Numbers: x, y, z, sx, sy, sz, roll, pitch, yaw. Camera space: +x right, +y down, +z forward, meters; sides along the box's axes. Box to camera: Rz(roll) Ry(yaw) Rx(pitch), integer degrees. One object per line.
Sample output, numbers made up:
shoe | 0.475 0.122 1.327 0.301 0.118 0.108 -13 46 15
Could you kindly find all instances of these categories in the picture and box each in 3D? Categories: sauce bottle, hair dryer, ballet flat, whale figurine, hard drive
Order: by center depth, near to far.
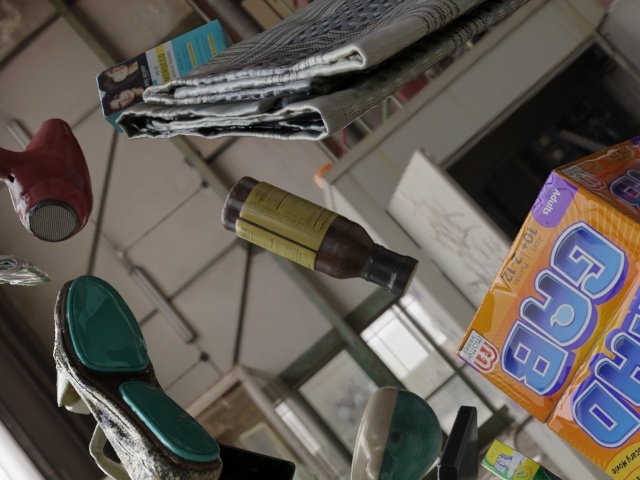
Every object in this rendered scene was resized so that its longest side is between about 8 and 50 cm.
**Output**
hair dryer | -0.326 -0.088 0.873 0.080 0.223 0.293 -41 -3 18
hard drive | 0.144 0.244 0.905 0.135 0.022 0.094 -39 -51 -66
ballet flat | -0.328 0.258 1.382 0.164 0.483 0.182 12 -64 -47
whale figurine | 0.124 0.389 1.467 0.216 0.141 0.271 56 -135 -80
sauce bottle | 0.000 0.000 1.500 0.111 0.344 0.111 -60 -12 -21

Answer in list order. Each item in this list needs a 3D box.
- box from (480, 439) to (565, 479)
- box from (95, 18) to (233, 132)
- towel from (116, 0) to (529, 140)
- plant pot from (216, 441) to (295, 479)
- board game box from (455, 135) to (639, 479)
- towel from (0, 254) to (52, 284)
box | 0.265 0.291 1.013 0.043 0.105 0.179 -57 4 -8
box | -0.265 -0.286 1.509 0.244 0.100 0.060 -22 -25 10
towel | 0.006 -0.182 0.779 0.324 0.056 0.312 -39 29 -32
plant pot | -0.155 0.479 1.489 0.167 0.188 0.187 91 -165 -48
board game box | 0.501 0.097 1.341 0.356 0.356 0.356 -20 -40 -47
towel | -0.377 0.040 0.985 0.113 0.023 0.152 -1 -10 -4
